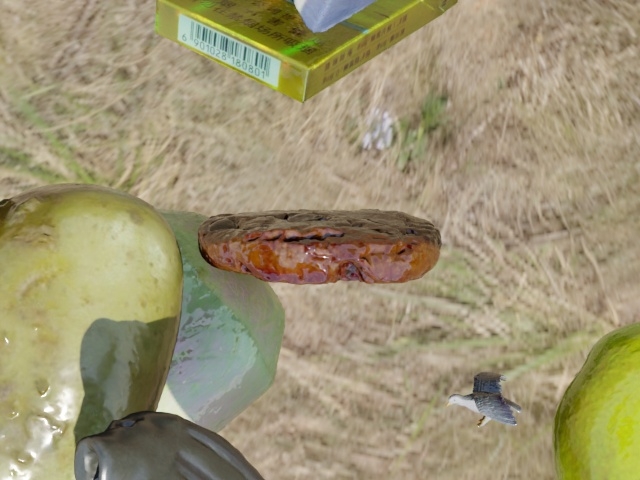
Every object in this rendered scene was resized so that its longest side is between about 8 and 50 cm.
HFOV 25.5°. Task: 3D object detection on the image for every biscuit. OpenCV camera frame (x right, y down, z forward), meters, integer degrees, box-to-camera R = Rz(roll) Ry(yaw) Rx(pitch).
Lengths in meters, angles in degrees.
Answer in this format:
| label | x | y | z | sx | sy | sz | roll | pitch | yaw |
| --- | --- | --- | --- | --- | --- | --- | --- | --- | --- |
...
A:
| label | x | y | z | sx | sy | sz | roll | pitch | yaw |
| --- | --- | --- | --- | --- | --- | --- | --- | --- | --- |
| biscuit | 0.000 | 0.000 | 1.094 | 0.192 | 0.192 | 0.049 | 6 | 100 | 5 |

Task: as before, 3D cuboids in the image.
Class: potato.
| label | x | y | z | sx | sy | sz | roll | pitch | yaw |
| --- | --- | --- | --- | --- | --- | --- | --- | --- | --- |
| potato | -0.203 | 0.100 | 0.936 | 0.173 | 0.210 | 0.307 | 27 | 98 | -22 |

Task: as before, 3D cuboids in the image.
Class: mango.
| label | x | y | z | sx | sy | sz | roll | pitch | yaw |
| --- | --- | --- | --- | --- | --- | --- | --- | --- | --- |
| mango | 0.170 | 0.110 | 0.654 | 0.117 | 0.163 | 0.089 | -11 | 140 | 1 |

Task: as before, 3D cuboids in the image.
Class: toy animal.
| label | x | y | z | sx | sy | sz | roll | pitch | yaw |
| --- | --- | --- | --- | --- | --- | --- | --- | --- | --- |
| toy animal | 0.115 | 0.116 | 1.008 | 0.050 | 0.084 | 0.028 | -21 | 103 | 6 |

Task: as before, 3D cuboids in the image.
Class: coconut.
| label | x | y | z | sx | sy | sz | roll | pitch | yaw |
| --- | --- | --- | --- | --- | --- | --- | --- | --- | --- |
| coconut | -0.153 | 0.092 | 1.273 | 0.235 | 0.204 | 0.236 | -6 | 106 | -21 |

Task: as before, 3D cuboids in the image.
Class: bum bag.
| label | x | y | z | sx | sy | sz | roll | pitch | yaw |
| --- | --- | --- | --- | --- | --- | --- | --- | --- | --- |
| bum bag | -0.037 | 0.227 | 0.787 | 0.079 | 0.142 | 0.326 | -6 | 127 | 46 |

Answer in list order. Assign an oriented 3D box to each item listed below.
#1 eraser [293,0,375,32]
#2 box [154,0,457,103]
| label | x | y | z | sx | sy | sz | roll | pitch | yaw |
| --- | --- | --- | --- | --- | --- | --- | --- | --- | --- |
| eraser | 0.042 | -0.196 | 0.782 | 0.082 | 0.225 | 0.036 | -36 | 82 | -25 |
| box | -0.003 | -0.160 | 0.950 | 0.121 | 0.193 | 0.030 | 28 | 131 | 22 |
